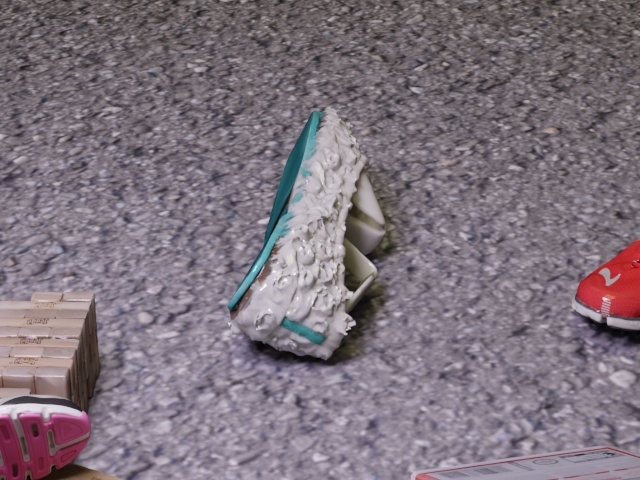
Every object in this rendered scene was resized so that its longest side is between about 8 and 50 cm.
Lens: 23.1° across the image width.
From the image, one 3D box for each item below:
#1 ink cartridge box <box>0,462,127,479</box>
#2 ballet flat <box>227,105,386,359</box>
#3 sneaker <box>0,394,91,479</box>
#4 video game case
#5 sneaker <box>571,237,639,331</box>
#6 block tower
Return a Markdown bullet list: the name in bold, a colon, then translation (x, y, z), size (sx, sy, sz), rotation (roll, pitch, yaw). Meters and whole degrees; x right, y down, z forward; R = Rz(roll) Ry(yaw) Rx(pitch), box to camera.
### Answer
- **ink cartridge box**: translation (-0.162, 0.257, 1.071), size (0.234, 0.193, 0.088), rotation (13, 31, 25)
- **ballet flat**: translation (0.000, 0.000, 1.666), size (0.147, 0.147, 0.409), rotation (4, 31, 9)
- **sneaker**: translation (-0.240, 0.124, 1.052), size (0.170, 0.063, 0.075), rotation (-9, 33, -5)
- **video game case**: translation (0.227, 0.198, 1.146), size (0.204, 0.025, 0.285), rotation (-2, 6, -30)
- **sneaker**: translation (0.353, 0.004, 1.618), size (0.107, 0.118, 0.279), rotation (21, 35, 36)
- **block tower**: translation (-0.262, 0.165, 1.364), size (0.091, 0.097, 0.335), rotation (0, 26, 2)
